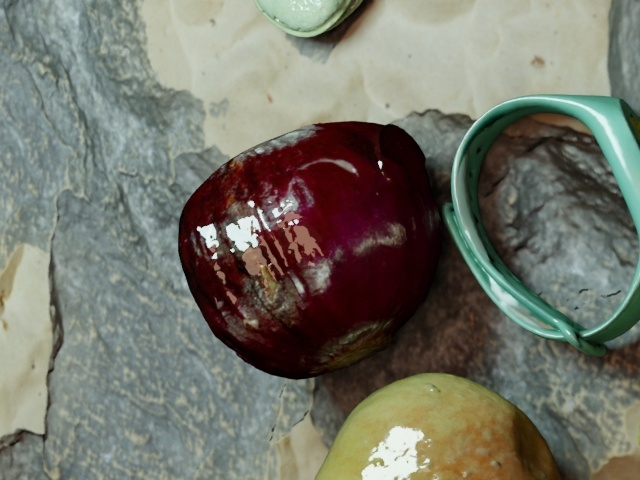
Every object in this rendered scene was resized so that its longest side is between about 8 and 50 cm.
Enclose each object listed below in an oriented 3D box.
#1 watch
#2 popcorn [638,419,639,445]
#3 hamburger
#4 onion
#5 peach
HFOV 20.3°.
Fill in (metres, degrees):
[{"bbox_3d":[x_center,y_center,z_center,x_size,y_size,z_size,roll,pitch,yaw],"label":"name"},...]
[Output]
[{"bbox_3d":[0.214,-0.018,1.556,0.195,0.068,0.237,-30,72,21],"label":"watch"},{"bbox_3d":[0.365,0.153,1.398,0.235,0.217,0.181,2,124,-2],"label":"popcorn"},{"bbox_3d":[-0.001,-0.240,1.692,0.121,0.054,0.084,-42,73,19],"label":"hamburger"},{"bbox_3d":[-0.002,0.000,1.586,0.206,0.207,0.216,-30,79,23],"label":"onion"},{"bbox_3d":[0.104,0.223,1.503,0.232,0.232,0.232,-3,83,25],"label":"peach"}]
